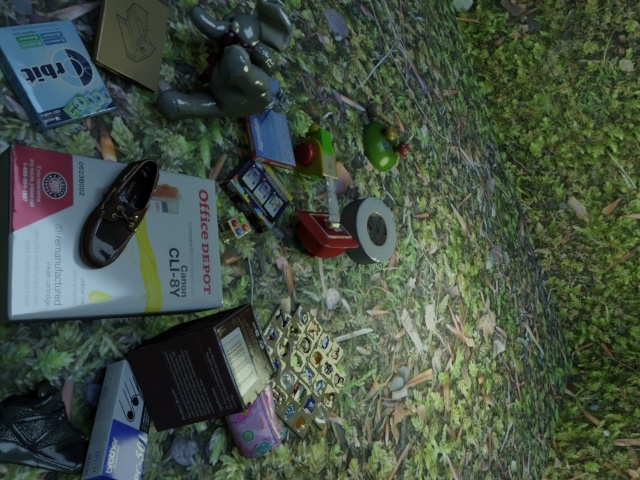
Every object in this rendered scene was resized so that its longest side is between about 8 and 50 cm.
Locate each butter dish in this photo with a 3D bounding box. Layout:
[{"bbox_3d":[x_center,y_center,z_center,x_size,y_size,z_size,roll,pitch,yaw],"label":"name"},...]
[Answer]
[{"bbox_3d":[0.000,0.000,1.386,0.160,0.118,0.160,0,40,-46],"label":"butter dish"}]

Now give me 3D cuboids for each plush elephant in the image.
[{"bbox_3d":[-0.207,-0.441,1.147,0.330,0.272,0.255,-10,82,-51],"label":"plush elephant"}]

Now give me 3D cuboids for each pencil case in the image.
[{"bbox_3d":[-0.171,0.343,1.105,0.124,0.124,0.284,-20,97,-48],"label":"pencil case"}]

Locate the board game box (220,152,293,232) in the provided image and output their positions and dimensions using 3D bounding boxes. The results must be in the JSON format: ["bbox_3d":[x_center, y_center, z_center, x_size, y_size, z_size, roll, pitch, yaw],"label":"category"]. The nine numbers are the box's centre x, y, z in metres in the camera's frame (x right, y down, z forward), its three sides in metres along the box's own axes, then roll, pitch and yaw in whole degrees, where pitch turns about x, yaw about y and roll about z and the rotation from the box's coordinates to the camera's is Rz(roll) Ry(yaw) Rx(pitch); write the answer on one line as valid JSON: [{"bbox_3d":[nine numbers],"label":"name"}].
[{"bbox_3d":[-0.164,-0.129,1.275,0.170,0.048,0.141,54,45,-25],"label":"board game box"}]

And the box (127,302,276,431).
[{"bbox_3d":[-0.227,0.245,0.959,0.167,0.203,0.168,-31,102,-72],"label":"box"}]

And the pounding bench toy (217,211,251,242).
[{"bbox_3d":[-0.205,-0.040,1.195,0.083,0.065,0.052,-40,111,-45],"label":"pounding bench toy"}]

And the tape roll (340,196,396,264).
[{"bbox_3d":[0.160,-0.031,1.597,0.219,0.072,0.219,15,70,-46],"label":"tape roll"}]

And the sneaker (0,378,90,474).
[{"bbox_3d":[-0.444,0.321,0.828,0.227,0.087,0.130,34,64,-32],"label":"sneaker"}]

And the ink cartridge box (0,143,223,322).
[{"bbox_3d":[-0.388,0.004,0.908,0.384,0.160,0.279,5,77,-47],"label":"ink cartridge box"}]

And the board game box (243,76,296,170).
[{"bbox_3d":[-0.149,-0.334,1.318,0.145,0.027,0.281,8,64,-48],"label":"board game box"}]

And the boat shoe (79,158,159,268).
[{"bbox_3d":[-0.332,-0.052,0.810,0.073,0.073,0.207,35,57,-38],"label":"boat shoe"}]

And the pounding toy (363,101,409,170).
[{"bbox_3d":[0.252,-0.377,1.751,0.183,0.110,0.237,19,68,-45],"label":"pounding toy"}]

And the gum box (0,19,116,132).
[{"bbox_3d":[-0.513,-0.320,0.934,0.157,0.041,0.184,-38,110,-46],"label":"gum box"}]

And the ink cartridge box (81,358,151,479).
[{"bbox_3d":[-0.359,0.334,0.880,0.097,0.046,0.207,55,21,-44],"label":"ink cartridge box"}]

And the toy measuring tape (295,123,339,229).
[{"bbox_3d":[-0.012,-0.181,1.400,0.121,0.121,0.330,10,68,-47],"label":"toy measuring tape"}]

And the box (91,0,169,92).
[{"bbox_3d":[-0.404,-0.447,1.044,0.164,0.021,0.201,15,81,-62],"label":"box"}]

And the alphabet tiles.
[{"bbox_3d":[-0.052,0.349,1.318,0.342,0.011,0.285,53,47,-26],"label":"alphabet tiles"}]
